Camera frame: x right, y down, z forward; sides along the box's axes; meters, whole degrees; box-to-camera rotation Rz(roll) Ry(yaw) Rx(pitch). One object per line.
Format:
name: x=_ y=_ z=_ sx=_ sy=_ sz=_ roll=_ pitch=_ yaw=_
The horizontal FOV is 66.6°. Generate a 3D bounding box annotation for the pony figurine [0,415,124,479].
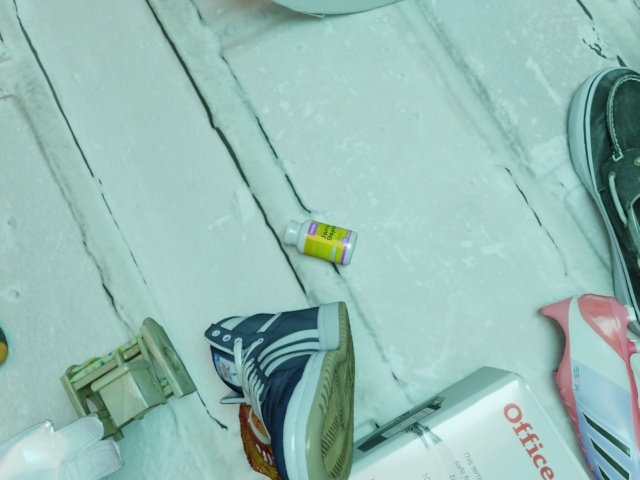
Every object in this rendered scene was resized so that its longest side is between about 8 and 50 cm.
pony figurine: x=-0.276 y=0.360 z=0.371 sx=0.351 sy=0.363 sz=0.303 roll=-22 pitch=54 yaw=-18

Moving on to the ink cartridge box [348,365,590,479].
ink cartridge box: x=0.123 y=0.282 z=0.493 sx=0.273 sy=0.115 sz=0.198 roll=-29 pitch=79 yaw=-3

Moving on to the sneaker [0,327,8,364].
sneaker: x=-0.512 y=0.140 z=0.574 sx=0.262 sy=0.121 sz=0.099 roll=6 pitch=38 yaw=-14

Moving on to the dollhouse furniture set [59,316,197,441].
dollhouse furniture set: x=-0.253 y=0.170 z=0.510 sx=0.182 sy=0.161 sz=0.101 roll=-32 pitch=79 yaw=-5

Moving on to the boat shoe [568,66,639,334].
boat shoe: x=0.381 y=-0.055 z=0.544 sx=0.121 sy=0.119 sz=0.335 roll=-10 pitch=79 yaw=1

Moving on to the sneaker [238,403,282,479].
sneaker: x=-0.036 y=0.210 z=0.506 sx=0.067 sy=0.175 sz=0.064 roll=-7 pitch=98 yaw=-33

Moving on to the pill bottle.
pill bottle: x=0.000 y=0.000 z=0.591 sx=0.083 sy=0.043 sz=0.043 roll=15 pitch=80 yaw=5

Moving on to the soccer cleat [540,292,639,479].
soccer cleat: x=0.304 y=0.182 z=0.532 sx=0.095 sy=0.083 sz=0.248 roll=-8 pitch=82 yaw=30

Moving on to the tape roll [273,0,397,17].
tape roll: x=0.072 y=-0.390 z=0.493 sx=0.392 sy=0.392 sz=0.072 roll=-17 pitch=79 yaw=-1

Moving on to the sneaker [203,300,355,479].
sneaker: x=-0.049 y=0.137 z=0.459 sx=0.153 sy=0.282 sz=0.099 roll=-8 pitch=100 yaw=7
